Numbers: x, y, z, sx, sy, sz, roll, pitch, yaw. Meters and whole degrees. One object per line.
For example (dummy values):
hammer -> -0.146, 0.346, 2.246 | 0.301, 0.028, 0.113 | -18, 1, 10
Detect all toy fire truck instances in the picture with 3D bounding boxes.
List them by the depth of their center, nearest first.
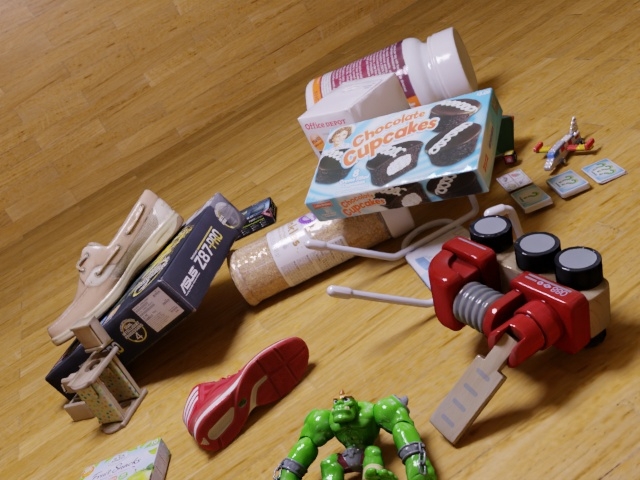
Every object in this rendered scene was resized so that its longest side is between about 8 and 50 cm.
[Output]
toy fire truck -> 0.207, 0.108, 0.934 | 0.246, 0.158, 0.217 | -29, 33, -25

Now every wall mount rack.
wall mount rack -> 0.150, 0.017, 1.208 | 0.304, 0.130, 0.350 | -28, 22, 0

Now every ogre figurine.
ogre figurine -> 0.038, 0.250, 0.901 | 0.197, 0.097, 0.118 | -32, 36, 33

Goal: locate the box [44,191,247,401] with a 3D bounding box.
box -> -0.337, 0.113, 1.466 | 0.395, 0.097, 0.318 | -38, 15, 31

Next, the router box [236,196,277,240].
router box -> -0.170, -0.053, 1.838 | 0.122, 0.038, 0.092 | -25, 22, 9

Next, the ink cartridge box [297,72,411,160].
ink cartridge box -> 0.100, -0.218, 1.624 | 0.171, 0.233, 0.168 | 1, 36, 50

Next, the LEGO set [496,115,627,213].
LEGO set -> 0.412, -0.144, 1.346 | 0.182, 0.060, 0.244 | -22, 23, 5

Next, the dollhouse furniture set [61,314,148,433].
dollhouse furniture set -> -0.433, 0.248, 1.317 | 0.161, 0.182, 0.101 | -16, 26, 26

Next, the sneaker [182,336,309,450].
sneaker -> -0.129, 0.217, 1.163 | 0.221, 0.087, 0.128 | -37, 25, -22

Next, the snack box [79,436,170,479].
snack box -> -0.299, 0.361, 1.112 | 0.141, 0.037, 0.100 | -24, 22, 10

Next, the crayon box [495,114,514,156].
crayon box -> 0.213, -0.191, 1.455 | 0.202, 0.081, 0.318 | 11, 22, 41

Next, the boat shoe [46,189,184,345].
boat shoe -> -0.415, 0.051, 1.440 | 0.341, 0.110, 0.121 | -51, 15, -18

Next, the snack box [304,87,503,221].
snack box -> 0.139, -0.141, 1.268 | 0.322, 0.060, 0.187 | -10, 46, 33

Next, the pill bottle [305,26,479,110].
pill bottle -> 0.181, -0.366, 1.861 | 0.392, 0.224, 0.224 | -19, 24, 23

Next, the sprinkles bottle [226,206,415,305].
sprinkles bottle -> 0.000, 0.000, 1.427 | 0.355, 0.121, 0.121 | -26, 23, 6
